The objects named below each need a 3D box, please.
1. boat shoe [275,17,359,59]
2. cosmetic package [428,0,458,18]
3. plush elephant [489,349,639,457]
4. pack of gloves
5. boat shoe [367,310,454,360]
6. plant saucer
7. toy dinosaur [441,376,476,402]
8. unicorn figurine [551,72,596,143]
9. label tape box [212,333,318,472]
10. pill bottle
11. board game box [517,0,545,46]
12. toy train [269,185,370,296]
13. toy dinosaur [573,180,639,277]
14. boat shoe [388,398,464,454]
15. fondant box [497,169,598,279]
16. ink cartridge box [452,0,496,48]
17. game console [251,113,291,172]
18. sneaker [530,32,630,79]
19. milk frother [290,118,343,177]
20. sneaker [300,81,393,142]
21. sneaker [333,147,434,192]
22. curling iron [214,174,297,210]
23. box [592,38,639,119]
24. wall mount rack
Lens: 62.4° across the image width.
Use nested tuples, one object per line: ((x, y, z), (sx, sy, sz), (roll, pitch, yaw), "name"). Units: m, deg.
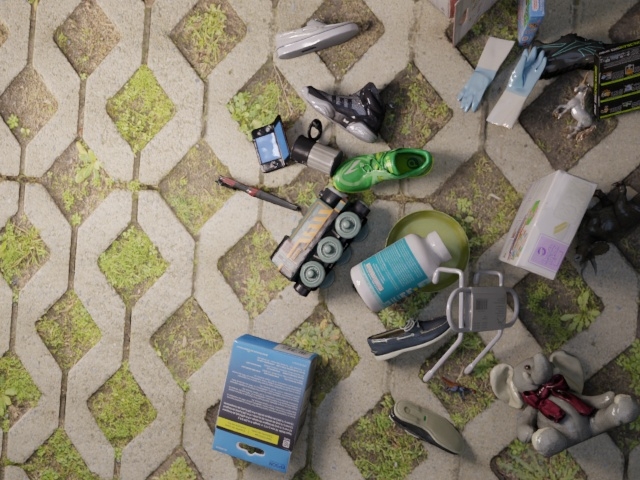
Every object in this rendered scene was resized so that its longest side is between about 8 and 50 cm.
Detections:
((-0.016, -0.620, 1.579), (0.257, 0.095, 0.084), (-12, 92, 11), "boat shoe")
((0.296, -0.835, 1.484), (0.365, 0.155, 0.197), (44, 101, 8), "cosmetic package")
((0.602, 0.404, 1.382), (0.271, 0.330, 0.256), (-22, 63, -2), "plush elephant")
((0.493, -0.448, 1.459), (0.195, 0.046, 0.232), (31, 97, 35), "pack of gloves")
((0.257, 0.266, 1.525), (0.254, 0.095, 0.079), (-25, 96, 20), "boat shoe")
((0.310, 0.031, 1.539), (0.240, 0.037, 0.241), (0, 91, 12), "plant saucer")
((0.403, 0.426, 1.520), (0.082, 0.047, 0.090), (-14, 76, -7), "toy dinosaur")
((0.702, -0.358, 1.451), (0.111, 0.060, 0.162), (-29, 100, 10), "unicorn figurine")
((-0.167, 0.488, 1.605), (0.249, 0.115, 0.348), (13, 95, 12), "label tape box")
((0.227, 0.077, 1.463), (0.264, 0.146, 0.146), (-31, 84, 11), "pill bottle")
((0.555, -0.630, 1.398), (0.039, 0.211, 0.160), (-1, 90, 13), "board game box")
((0.000, 0.000, 1.561), (0.190, 0.142, 0.334), (38, 97, 19), "toy train")
((0.779, -0.058, 1.417), (0.313, 0.121, 0.160), (-36, 95, 5), "toy dinosaur")
((0.306, 0.545, 1.532), (0.233, 0.084, 0.079), (30, 134, 4), "boat shoe")
((0.558, -0.036, 1.337), (0.096, 0.330, 0.239), (23, 95, 11), "fondant box")
((0.423, -0.672, 1.382), (0.261, 0.296, 0.066), (-45, 81, 9), "ink cartridge box")
((-0.151, -0.293, 1.613), (0.124, 0.085, 0.144), (-16, 86, 11), "game console")
((0.702, -0.512, 1.425), (0.267, 0.101, 0.106), (-6, 86, 12), "sneaker")
((0.006, -0.276, 1.558), (0.134, 0.129, 0.143), (25, 100, 13), "milk frother")
((0.083, -0.413, 1.559), (0.268, 0.101, 0.153), (34, 96, 4), "sneaker")
((0.178, -0.215, 1.509), (0.295, 0.123, 0.110), (-14, 83, 2), "sneaker")
((-0.198, -0.150, 1.641), (0.273, 0.068, 0.035), (19, 92, 6), "curling iron")
((0.816, -0.427, 1.375), (0.190, 0.045, 0.184), (-14, 131, 12), "box")
((0.397, 0.228, 1.421), (0.130, 0.349, 0.305), (1, 87, 48), "wall mount rack")
